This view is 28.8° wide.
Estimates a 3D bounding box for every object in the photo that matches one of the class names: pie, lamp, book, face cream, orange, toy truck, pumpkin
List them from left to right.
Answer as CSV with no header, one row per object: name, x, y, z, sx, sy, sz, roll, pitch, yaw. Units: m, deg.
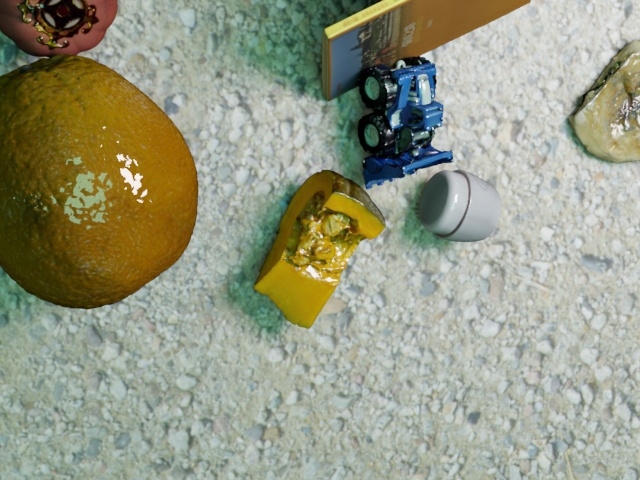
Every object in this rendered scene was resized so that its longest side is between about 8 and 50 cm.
lamp,-0.384,-0.351,1.796,0.182,0.140,0.182,-9,123,-13
orange,-0.341,-0.087,1.776,0.322,0.322,0.357,-26,102,-6
pumpkin,-0.004,0.002,1.984,0.131,0.126,0.248,30,114,-26
toy truck,0.136,-0.175,1.945,0.113,0.126,0.208,-20,124,-33
book,0.171,-0.339,1.872,0.374,0.262,0.028,-26,79,-6
face cream,0.226,-0.055,2.019,0.104,0.117,0.117,14,100,-25
pie,0.530,-0.225,2.087,0.185,0.052,0.218,34,96,-24

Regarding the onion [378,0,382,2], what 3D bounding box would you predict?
onion,0.089,-0.475,1.805,0.348,0.347,0.385,-28,139,-6
